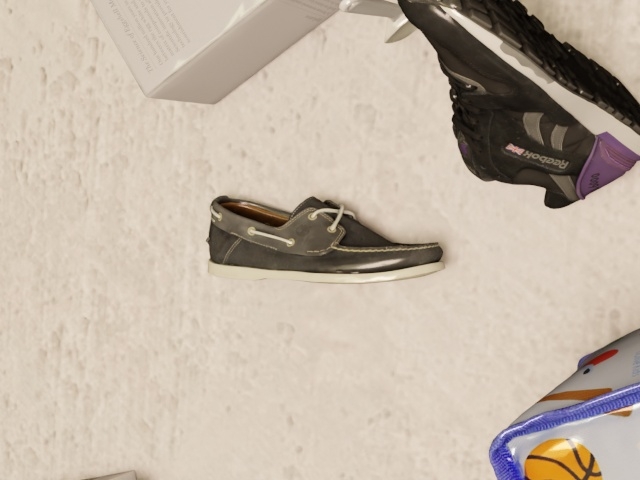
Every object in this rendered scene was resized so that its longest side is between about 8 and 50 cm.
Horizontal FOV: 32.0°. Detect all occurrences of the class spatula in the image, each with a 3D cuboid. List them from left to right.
[{"bbox_3d":[0.098,-0.214,0.872,0.168,0.242,0.019,-37,87,20],"label":"spatula"}]

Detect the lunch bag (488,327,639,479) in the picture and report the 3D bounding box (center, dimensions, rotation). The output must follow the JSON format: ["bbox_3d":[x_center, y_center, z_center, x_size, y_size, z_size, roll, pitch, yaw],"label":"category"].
[{"bbox_3d":[0.347,0.120,0.744,0.385,0.328,0.239,-23,86,24],"label":"lunch bag"}]

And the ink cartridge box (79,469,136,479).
[{"bbox_3d":[-0.237,0.300,1.144,0.180,0.060,0.104,-14,87,23],"label":"ink cartridge box"}]

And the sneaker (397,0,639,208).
[{"bbox_3d":[0.141,-0.099,0.853,0.124,0.283,0.107,-42,41,25],"label":"sneaker"}]

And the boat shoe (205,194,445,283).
[{"bbox_3d":[0.000,0.000,1.013,0.233,0.084,0.079,5,96,26],"label":"boat shoe"}]

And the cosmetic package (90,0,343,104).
[{"bbox_3d":[-0.098,-0.278,1.007,0.225,0.138,0.224,-33,81,20],"label":"cosmetic package"}]
